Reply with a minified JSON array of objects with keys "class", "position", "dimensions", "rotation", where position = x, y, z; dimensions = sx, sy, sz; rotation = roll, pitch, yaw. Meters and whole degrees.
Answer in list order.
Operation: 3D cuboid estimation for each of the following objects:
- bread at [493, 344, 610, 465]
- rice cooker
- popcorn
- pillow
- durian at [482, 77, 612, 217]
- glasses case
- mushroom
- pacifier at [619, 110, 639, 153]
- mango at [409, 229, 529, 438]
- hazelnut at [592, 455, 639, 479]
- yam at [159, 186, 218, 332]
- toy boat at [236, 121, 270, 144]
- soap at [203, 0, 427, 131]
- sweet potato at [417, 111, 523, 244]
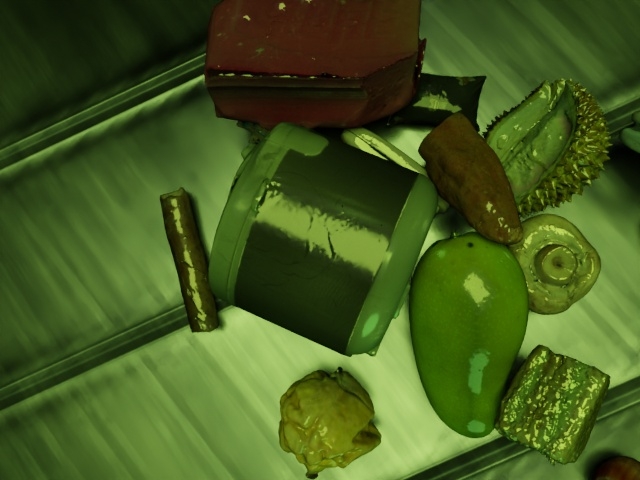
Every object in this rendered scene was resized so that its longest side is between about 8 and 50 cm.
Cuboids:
[{"class":"bread","position":[0.319,0.227,0.764],"dimensions":[0.102,0.196,0.138],"rotation":[27,87,34]},{"class":"rice cooker","position":[-0.002,-0.002,0.780],"dimensions":[0.277,0.288,0.288],"rotation":[22,85,9]},{"class":"popcorn","position":[0.010,0.256,0.803],"dimensions":[0.148,0.167,0.152],"rotation":[42,110,44]},{"class":"pillow","position":[0.185,-0.223,0.897],"dimensions":[0.150,0.048,0.090],"rotation":[7,77,6]},{"class":"durian","position":[0.317,-0.112,0.833],"dimensions":[0.138,0.237,0.193],"rotation":[18,59,-34]},{"class":"glasses case","position":[0.117,-0.112,0.875],"dimensions":[0.204,0.081,0.051],"rotation":[38,90,10]},{"class":"mushroom","position":[0.331,0.035,0.821],"dimensions":[0.148,0.112,0.148],"rotation":[0,92,7]},{"class":"pacifier","position":[0.541,-0.084,0.799],"dimensions":[0.287,0.238,0.225],"rotation":[1,115,-20]},{"class":"mango","position":[0.202,0.130,0.786],"dimensions":[0.143,0.175,0.293],"rotation":[-9,105,-27]},{"class":"hazelnut","position":[0.430,0.348,0.795],"dimensions":[0.086,0.086,0.086],"rotation":[-1,83,5]},{"class":"yam","position":[-0.211,0.031,0.900],"dimensions":[0.057,0.057,0.241],"rotation":[-15,82,3]},{"class":"toy boat","position":[-0.056,-0.244,0.918],"dimensions":[0.084,0.066,0.210],"rotation":[31,76,-25]},{"class":"soap","position":[0.001,-0.273,0.829],"dimensions":[0.325,0.127,0.220],"rotation":[2,65,-3]},{"class":"sweet potato","position":[0.203,-0.085,0.773],"dimensions":[0.097,0.097,0.251],"rotation":[-18,48,3]}]
